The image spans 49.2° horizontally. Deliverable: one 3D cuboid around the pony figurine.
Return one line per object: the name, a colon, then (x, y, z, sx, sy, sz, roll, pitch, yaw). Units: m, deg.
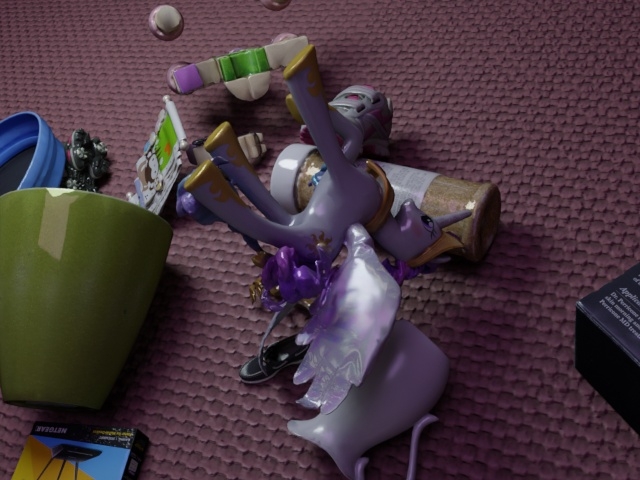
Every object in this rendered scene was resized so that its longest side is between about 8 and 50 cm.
pony figurine: (0.000, 0.000, 0.884, 0.351, 0.363, 0.303, -50, 23, -10)

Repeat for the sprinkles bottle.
sprinkles bottle: (0.096, -0.066, 1.101, 0.356, 0.121, 0.121, 15, 61, 28)

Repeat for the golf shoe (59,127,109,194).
golf shoe: (-0.486, -0.088, 1.352, 0.120, 0.105, 0.272, -25, 45, 27)

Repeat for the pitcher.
pitcher: (0.088, 0.222, 0.902, 0.178, 0.125, 0.207, 42, 85, 16)

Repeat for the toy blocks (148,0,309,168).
toy blocks: (-0.162, -0.329, 1.363, 0.289, 0.308, 0.260, -18, 17, -10)

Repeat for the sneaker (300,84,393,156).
sneaker: (0.047, -0.201, 1.135, 0.103, 0.252, 0.111, 14, 100, 21)

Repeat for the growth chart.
growth chart: (-0.298, -0.129, 1.267, 0.237, 0.021, 0.172, -61, 42, 25)

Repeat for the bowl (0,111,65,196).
bowl: (-0.635, -0.067, 1.319, 0.391, 0.077, 0.391, -22, 47, 26)

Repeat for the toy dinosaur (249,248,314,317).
toy dinosaur: (-0.057, 0.062, 1.112, 0.112, 0.064, 0.211, -9, 47, -22)

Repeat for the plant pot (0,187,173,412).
plant pot: (-0.383, 0.108, 1.074, 0.275, 0.275, 0.293, -3, 70, 17)

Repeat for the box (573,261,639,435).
box: (0.517, 0.140, 0.764, 0.313, 0.179, 0.343, -32, 51, -5)

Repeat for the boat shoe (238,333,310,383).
boat shoe: (-0.066, 0.172, 1.031, 0.125, 0.038, 0.046, -20, 51, 4)

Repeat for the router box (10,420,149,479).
router box: (-0.350, 0.334, 1.002, 0.179, 0.046, 0.133, -2, 54, 18)
